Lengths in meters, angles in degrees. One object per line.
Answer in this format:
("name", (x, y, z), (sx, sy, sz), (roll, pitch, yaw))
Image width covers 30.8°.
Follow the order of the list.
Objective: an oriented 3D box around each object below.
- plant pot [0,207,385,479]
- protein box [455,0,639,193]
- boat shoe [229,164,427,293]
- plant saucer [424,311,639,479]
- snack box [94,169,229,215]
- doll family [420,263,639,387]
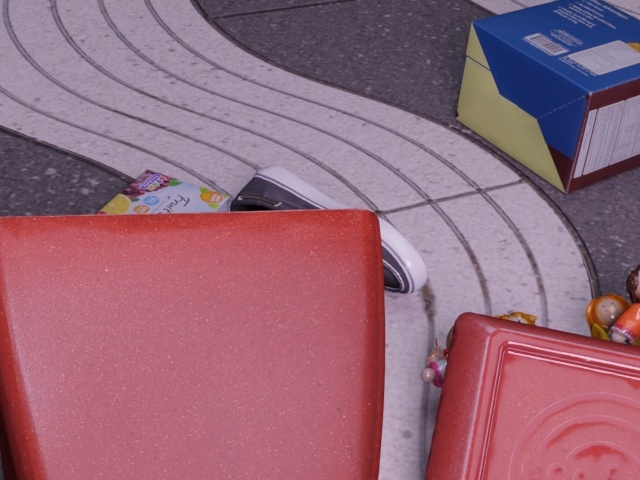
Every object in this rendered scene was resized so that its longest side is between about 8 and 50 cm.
("plant pot", (-0.089, 0.156, 0.779), (0.267, 0.267, 0.236), (-1, 49, -11))
("protein box", (0.309, -0.184, 1.400), (0.201, 0.136, 0.200), (-19, 43, -31))
("boat shoe", (0.000, 0.000, 1.152), (0.228, 0.080, 0.076), (34, 61, 28))
("plant saucer", (0.207, 0.183, 0.852), (0.258, 0.048, 0.259), (11, 63, 6))
("snack box", (-0.168, -0.013, 1.168), (0.100, 0.037, 0.141), (19, 37, 15))
("doll family", (0.220, 0.115, 1.015), (0.262, 0.118, 0.163), (-16, 45, -1))
